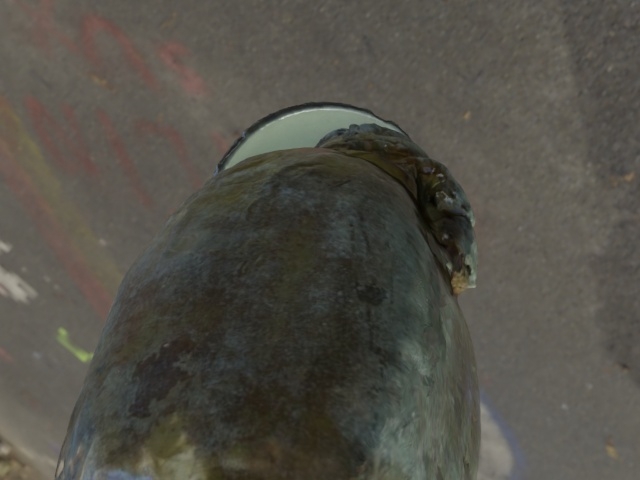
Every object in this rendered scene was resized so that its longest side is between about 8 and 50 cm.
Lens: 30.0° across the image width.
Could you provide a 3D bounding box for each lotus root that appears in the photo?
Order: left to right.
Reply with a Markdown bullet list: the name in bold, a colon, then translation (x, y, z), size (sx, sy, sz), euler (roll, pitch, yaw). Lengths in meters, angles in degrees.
- **lotus root**: translation (-0.020, 0.080, 0.494), size (0.175, 0.349, 0.175), euler (7, 124, 10)

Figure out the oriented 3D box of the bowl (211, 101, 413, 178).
- **bowl**: translation (0.000, 0.000, 1.012), size (0.211, 0.211, 0.112), euler (37, 164, 0)
